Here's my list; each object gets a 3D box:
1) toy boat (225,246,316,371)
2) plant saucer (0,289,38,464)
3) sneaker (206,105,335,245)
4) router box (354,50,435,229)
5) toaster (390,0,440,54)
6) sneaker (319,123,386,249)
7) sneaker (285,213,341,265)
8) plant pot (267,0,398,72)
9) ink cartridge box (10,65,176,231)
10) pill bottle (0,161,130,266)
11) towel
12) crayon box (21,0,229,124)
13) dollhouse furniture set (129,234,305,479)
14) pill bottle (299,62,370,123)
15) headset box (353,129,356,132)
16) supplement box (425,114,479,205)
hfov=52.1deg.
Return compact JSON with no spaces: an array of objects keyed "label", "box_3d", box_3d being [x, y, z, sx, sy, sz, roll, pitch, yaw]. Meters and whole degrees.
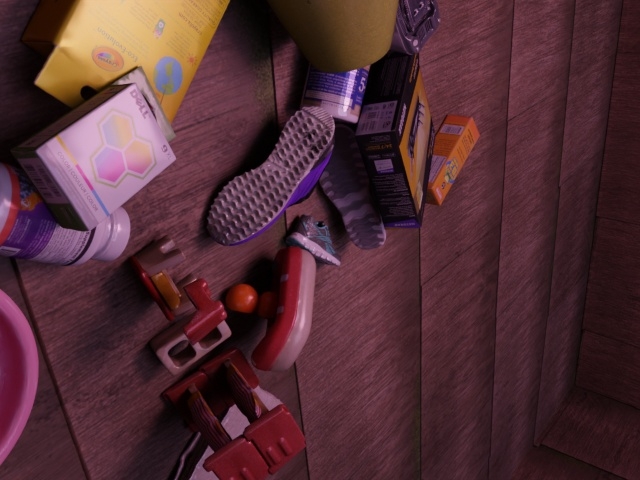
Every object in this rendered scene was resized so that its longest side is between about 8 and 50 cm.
[{"label":"toy boat","box_3d":[-0.097,0.119,1.184,0.151,0.151,0.231,118,-20,-59]},{"label":"plant saucer","box_3d":[-0.488,0.174,0.726,0.332,0.084,0.332,-25,124,-45]},{"label":"sneaker","box_3d":[-0.072,-0.088,1.157,0.293,0.102,0.146,-48,164,-13]},{"label":"router box","box_3d":[0.162,-0.213,1.335,0.308,0.081,0.243,-74,151,-42]},{"label":"toaster","box_3d":[0.120,-0.459,1.221,0.129,0.146,0.227,-56,141,-23]},{"label":"sneaker","box_3d":[0.063,-0.118,1.353,0.115,0.105,0.281,-82,159,-55]},{"label":"sneaker","box_3d":[0.000,0.000,1.321,0.166,0.065,0.076,36,71,-54]},{"label":"plant pot","box_3d":[0.016,-0.417,0.991,0.275,0.275,0.293,-48,137,-31]},{"label":"ink cartridge box","box_3d":[-0.246,-0.117,0.787,0.209,0.062,0.109,-49,129,-36]},{"label":"pill bottle","box_3d":[-0.340,-0.026,0.820,0.193,0.108,0.108,17,90,-54]},{"label":"towel","box_3d":[-0.179,0.408,1.259,0.282,0.049,0.187,-60,143,-19]},{"label":"crayon box","box_3d":[-0.244,-0.296,0.862,0.202,0.081,0.318,36,73,-53]},{"label":"dollhouse furniture set","box_3d":[-0.187,0.204,1.025,0.152,0.201,0.374,-34,125,-15]},{"label":"pill bottle","box_3d":[0.033,-0.315,1.194,0.112,0.112,0.186,3,101,-53]},{"label":"headset box","box_3d":[0.091,-0.192,1.361,0.032,0.062,0.083,-56,141,-24]},{"label":"supplement box","box_3d":[0.308,-0.201,1.631,0.233,0.080,0.078,-57,139,-17]}]
